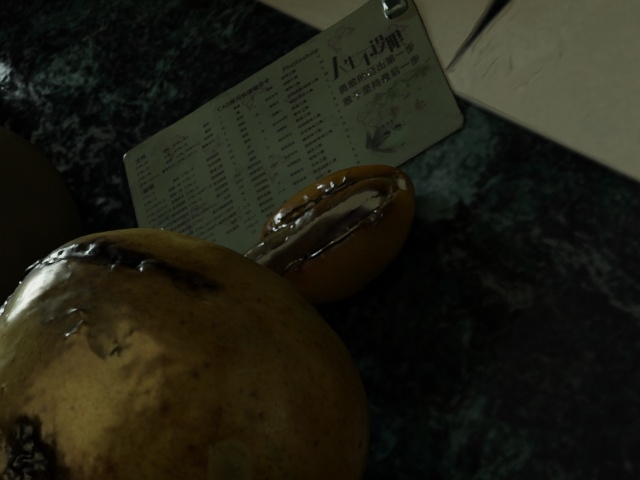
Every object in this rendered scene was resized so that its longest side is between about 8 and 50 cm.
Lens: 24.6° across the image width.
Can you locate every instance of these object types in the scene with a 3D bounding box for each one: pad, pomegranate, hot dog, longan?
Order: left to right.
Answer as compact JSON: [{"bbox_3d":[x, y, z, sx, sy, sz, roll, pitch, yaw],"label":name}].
[{"bbox_3d":[-0.267,-0.007,1.098,0.189,0.189,0.189,-17,54,24],"label":"longan"},{"bbox_3d":[-0.102,0.121,0.859,0.260,0.260,0.260,-17,54,24],"label":"pomegranate"},{"bbox_3d":[-0.030,-0.075,1.081,0.265,0.009,0.159,-30,50,14],"label":"pad"},{"bbox_3d":[0.000,-0.002,0.981,0.140,0.060,0.090,-30,45,19],"label":"hot dog"}]
